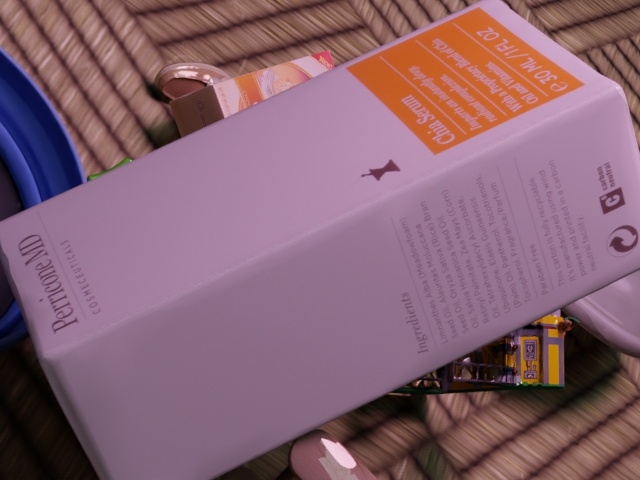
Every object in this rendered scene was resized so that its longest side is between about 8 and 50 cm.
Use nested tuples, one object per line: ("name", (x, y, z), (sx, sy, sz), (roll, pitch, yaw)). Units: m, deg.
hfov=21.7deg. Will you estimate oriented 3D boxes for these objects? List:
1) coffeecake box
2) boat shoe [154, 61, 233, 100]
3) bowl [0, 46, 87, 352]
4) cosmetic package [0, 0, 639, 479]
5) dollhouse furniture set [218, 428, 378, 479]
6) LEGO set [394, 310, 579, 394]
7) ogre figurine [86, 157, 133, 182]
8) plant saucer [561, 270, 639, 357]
("coffeecake box", (-0.047, -0.101, 1.683), (0.185, 0.068, 0.142), (-24, 96, -49))
("boat shoe", (-0.106, -0.145, 1.718), (0.135, 0.050, 0.045), (13, 44, -33))
("bowl", (-0.380, -0.054, 1.385), (0.391, 0.077, 0.391), (23, 44, -24))
("cosmetic package", (0.000, 0.000, 1.277), (0.230, 0.453, 0.161), (51, -16, 58))
("dollhouse furniture set", (-0.099, 0.237, 1.281), (0.161, 0.212, 0.242), (45, 66, -3))
("LEGO set", (0.064, 0.039, 1.546), (0.331, 0.255, 0.192), (4, 81, -25))
("ogre figurine", (-0.149, -0.032, 1.517), (0.118, 0.096, 0.197), (-16, 34, -22))
("plant saucer", (0.247, -0.054, 1.795), (0.400, 0.100, 0.400), (41, 16, -15))
